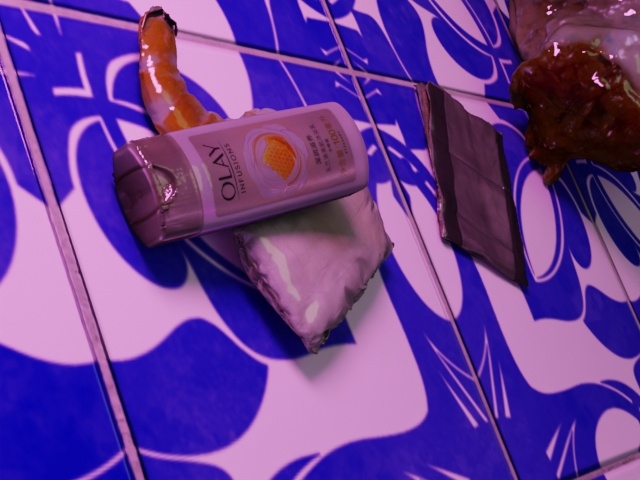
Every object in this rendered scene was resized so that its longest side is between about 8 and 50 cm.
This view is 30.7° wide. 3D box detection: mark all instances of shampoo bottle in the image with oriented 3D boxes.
[{"bbox_3d":[-0.059,-0.058,0.959,0.227,0.056,0.086,-16,83,-41],"label":"shampoo bottle"}]

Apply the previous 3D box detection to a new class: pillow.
[{"bbox_3d":[0.000,0.000,1.054,0.128,0.051,0.229,57,32,-10],"label":"pillow"}]

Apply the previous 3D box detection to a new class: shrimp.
[{"bbox_3d":[-0.096,-0.130,1.028,0.161,0.049,0.166,-17,79,-49],"label":"shrimp"}]

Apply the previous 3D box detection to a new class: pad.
[{"bbox_3d":[0.182,-0.071,1.391,0.174,0.022,0.233,29,45,-40],"label":"pad"}]

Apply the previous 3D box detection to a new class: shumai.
[{"bbox_3d":[0.405,-0.222,1.600,0.397,0.324,0.323,43,50,-17],"label":"shumai"}]
